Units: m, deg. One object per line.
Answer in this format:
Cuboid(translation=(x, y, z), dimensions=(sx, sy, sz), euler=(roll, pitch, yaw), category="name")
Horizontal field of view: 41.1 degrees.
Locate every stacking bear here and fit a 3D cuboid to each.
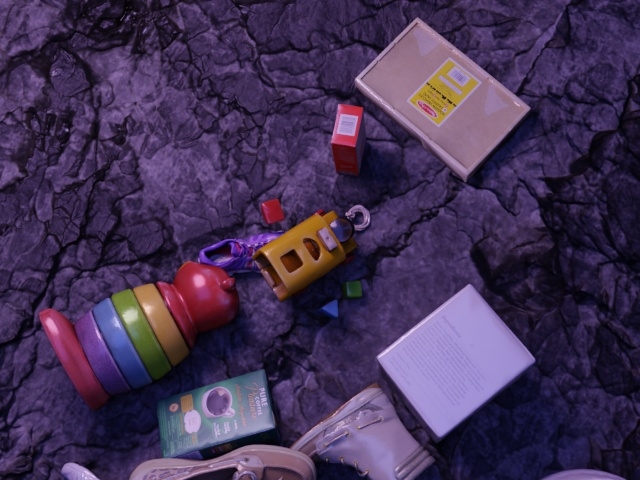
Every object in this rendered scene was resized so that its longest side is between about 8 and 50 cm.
Cuboid(translation=(-0.266, 0.132, 1.364), dimensions=(0.289, 0.175, 0.164), euler=(-28, 71, -11), category="stacking bear")

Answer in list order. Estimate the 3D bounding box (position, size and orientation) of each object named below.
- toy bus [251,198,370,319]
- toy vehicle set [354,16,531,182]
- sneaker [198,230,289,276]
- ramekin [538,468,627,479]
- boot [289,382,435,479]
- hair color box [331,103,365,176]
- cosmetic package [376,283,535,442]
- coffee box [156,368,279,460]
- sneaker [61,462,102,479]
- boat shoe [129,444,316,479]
Cuboid(translation=(-0.006, 0.011, 1.367), dimensions=(0.190, 0.104, 0.202), euler=(13, 75, -12), category="toy bus")
Cuboid(translation=(0.211, -0.248, 1.488), dimensions=(0.267, 0.035, 0.166), euler=(43, 82, 15), category="toy vehicle set")
Cuboid(translation=(-0.120, 0.022, 1.420), dimensions=(0.169, 0.071, 0.068), euler=(-14, 74, -1), category="sneaker")
Cuboid(translation=(0.398, 0.467, 1.214), dimensions=(0.277, 0.135, 0.277), euler=(-1, 74, 5), category="ramekin")
Cuboid(translation=(0.051, 0.344, 1.312), dimensions=(0.213, 0.077, 0.165), euler=(-37, 77, -6), category="boot")
Cuboid(translation=(0.048, -0.165, 1.423), dimensions=(0.043, 0.141, 0.072), euler=(10, 75, 8), category="hair color box")
Cuboid(translation=(0.202, 0.191, 1.302), dimensions=(0.183, 0.151, 0.151), euler=(-37, 75, -5), category="cosmetic package")
Cuboid(translation=(-0.162, 0.281, 1.345), dimensions=(0.184, 0.040, 0.113), euler=(-17, 48, -1), category="coffee box")
Cuboid(translation=(-0.359, 0.391, 1.320), dimensions=(0.152, 0.054, 0.061), euler=(16, 64, 37), category="sneaker")
Cuboid(translation=(-0.147, 0.372, 1.258), dimensions=(0.285, 0.089, 0.105), euler=(-8, 101, 2), category="boat shoe")
